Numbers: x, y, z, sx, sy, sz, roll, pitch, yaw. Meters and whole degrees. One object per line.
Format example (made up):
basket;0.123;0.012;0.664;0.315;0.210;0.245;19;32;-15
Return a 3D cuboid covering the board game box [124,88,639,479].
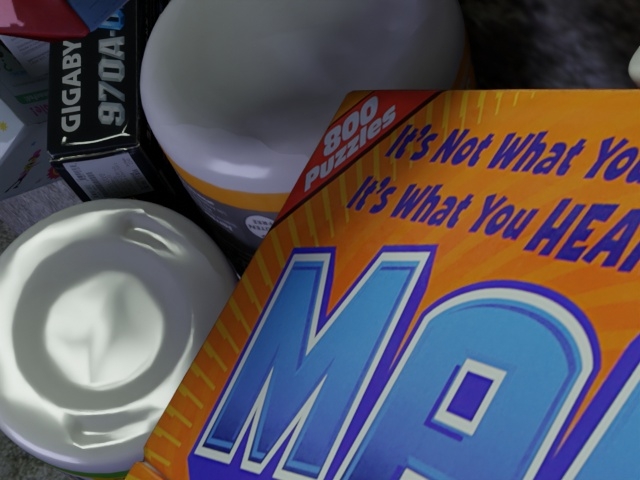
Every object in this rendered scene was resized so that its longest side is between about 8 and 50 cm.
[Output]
board game box;0.136;0.192;0.429;0.356;0.356;0.356;34;171;-25

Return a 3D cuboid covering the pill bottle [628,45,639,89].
pill bottle;0.169;-0.038;0.449;0.116;0.065;0.065;46;165;-8

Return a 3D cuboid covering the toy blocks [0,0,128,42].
toy blocks;-0.116;-0.210;0.367;0.381;0.261;0.191;50;165;-20

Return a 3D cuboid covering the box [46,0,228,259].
box;-0.101;-0.109;0.731;0.175;0.051;0.220;64;-160;-66

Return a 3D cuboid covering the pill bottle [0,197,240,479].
pill bottle;-0.091;0.081;0.718;0.136;0.136;0.246;40;169;17

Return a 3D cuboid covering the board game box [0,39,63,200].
board game box;-0.281;-0.181;0.978;0.303;0.097;0.224;46;-153;7

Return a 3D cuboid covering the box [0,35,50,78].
box;-0.180;-0.187;0.868;0.102;0.101;0.087;56;-166;-40

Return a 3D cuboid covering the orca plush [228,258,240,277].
orca plush;0.000;0.000;1.047;0.151;0.102;0.287;-25;132;27

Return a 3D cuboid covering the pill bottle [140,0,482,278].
pill bottle;0.022;-0.023;0.701;0.162;0.162;0.278;35;163;34
